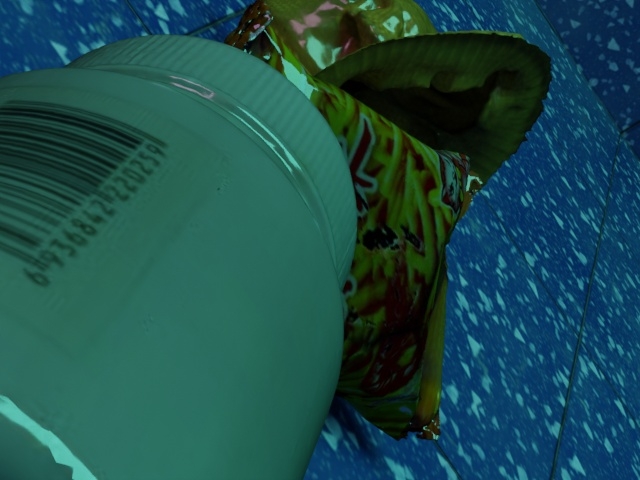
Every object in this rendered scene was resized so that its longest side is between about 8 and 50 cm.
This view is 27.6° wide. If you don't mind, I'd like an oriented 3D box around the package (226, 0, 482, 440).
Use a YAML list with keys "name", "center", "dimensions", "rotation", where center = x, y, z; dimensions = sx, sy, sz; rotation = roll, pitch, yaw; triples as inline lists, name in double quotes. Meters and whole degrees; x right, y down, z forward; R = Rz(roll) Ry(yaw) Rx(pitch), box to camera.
- name: "package"
  center: [-0.002, 0.006, 0.827]
  dimensions: [0.288, 0.108, 0.223]
  rotation: [26, 73, -44]

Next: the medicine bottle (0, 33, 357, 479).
- name: "medicine bottle"
  center: [-0.101, 0.048, 0.493]
  dimensions: [0.208, 0.208, 0.340]
  rotation: [53, 23, -12]

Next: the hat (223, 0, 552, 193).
- name: "hat"
  center: [0.006, -0.143, 0.990]
  dimensions: [0.233, 0.244, 0.233]
  rotation: [39, 14, -53]
